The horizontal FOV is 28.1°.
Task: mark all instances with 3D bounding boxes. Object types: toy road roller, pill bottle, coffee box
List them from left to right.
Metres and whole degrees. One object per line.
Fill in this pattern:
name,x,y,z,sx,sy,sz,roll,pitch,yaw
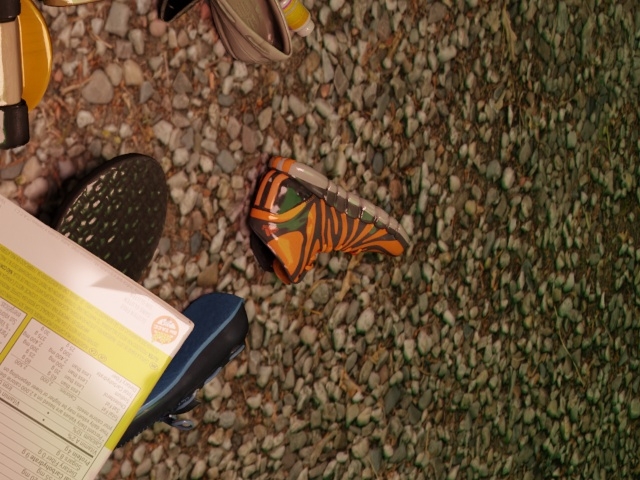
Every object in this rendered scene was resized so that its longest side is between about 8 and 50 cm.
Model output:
toy road roller,-0.479,-0.212,1.482,0.330,0.240,0.202,-3,106,-9
coffee box,-0.404,0.141,1.420,0.338,0.338,0.334,35,75,-14
pill bottle,-0.044,-0.354,1.988,0.083,0.043,0.043,43,69,-44

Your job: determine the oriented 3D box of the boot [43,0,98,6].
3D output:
boot,-0.286,-0.406,1.693,0.213,0.077,0.165,-24,115,-41

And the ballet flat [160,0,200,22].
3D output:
ballet flat,-0.170,-0.356,1.769,0.057,0.173,0.049,26,54,-20

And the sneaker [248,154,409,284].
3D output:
sneaker,0.000,0.000,2.092,0.321,0.125,0.180,28,84,-36

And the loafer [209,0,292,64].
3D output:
loafer,-0.127,-0.392,1.837,0.112,0.111,0.319,-51,133,-26

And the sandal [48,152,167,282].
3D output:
sandal,-0.353,0.073,1.745,0.168,0.107,0.445,18,100,-49

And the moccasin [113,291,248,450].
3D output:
moccasin,-0.213,0.214,1.894,0.342,0.138,0.116,-38,131,-33
